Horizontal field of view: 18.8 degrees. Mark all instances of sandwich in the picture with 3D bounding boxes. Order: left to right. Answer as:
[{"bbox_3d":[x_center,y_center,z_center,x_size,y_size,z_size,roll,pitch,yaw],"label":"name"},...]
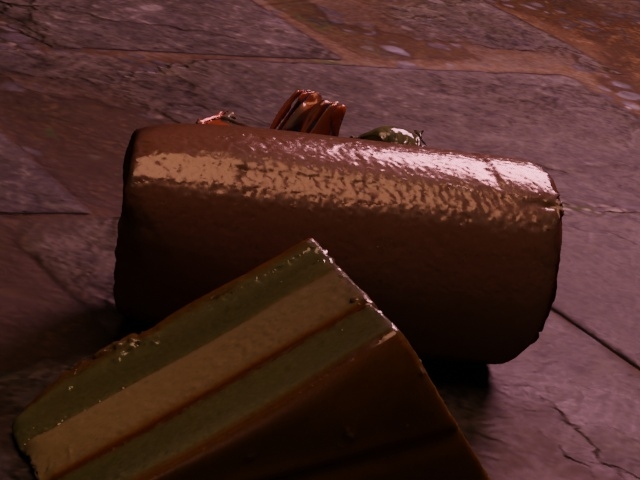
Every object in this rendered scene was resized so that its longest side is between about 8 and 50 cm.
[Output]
[{"bbox_3d":[-0.028,0.109,0.925,0.187,0.144,0.117,-30,32,-9],"label":"sandwich"}]

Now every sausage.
[{"bbox_3d":[0.000,0.000,1.078,0.253,0.123,0.123,7,21,-18],"label":"sausage"}]

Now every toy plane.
[{"bbox_3d":[-0.048,-0.048,1.287,0.135,0.062,0.188,25,37,29],"label":"toy plane"}]

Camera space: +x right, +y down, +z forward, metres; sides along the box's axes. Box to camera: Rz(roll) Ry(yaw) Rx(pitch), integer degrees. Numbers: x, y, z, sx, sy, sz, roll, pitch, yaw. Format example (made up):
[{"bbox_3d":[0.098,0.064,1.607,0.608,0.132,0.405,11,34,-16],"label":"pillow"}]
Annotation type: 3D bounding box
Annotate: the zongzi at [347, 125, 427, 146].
[{"bbox_3d":[0.031,-0.055,1.214,0.055,0.109,0.119,15,46,-13],"label":"zongzi"}]
